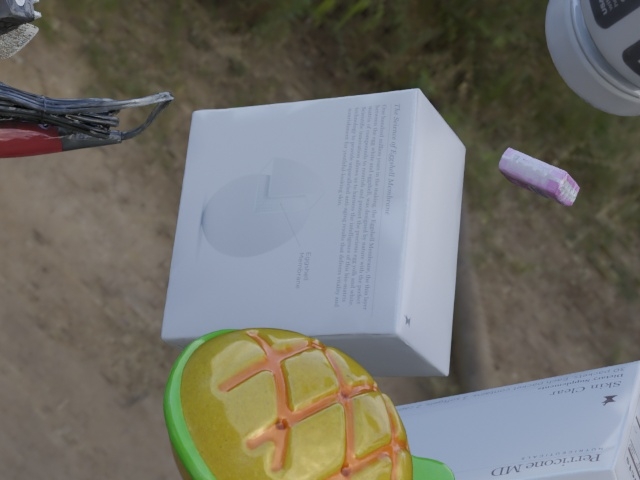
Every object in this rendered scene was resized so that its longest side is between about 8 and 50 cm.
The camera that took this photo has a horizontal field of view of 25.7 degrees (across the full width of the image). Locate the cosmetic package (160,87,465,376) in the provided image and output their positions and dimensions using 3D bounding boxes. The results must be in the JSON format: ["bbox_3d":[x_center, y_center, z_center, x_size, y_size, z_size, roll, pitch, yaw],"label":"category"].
[{"bbox_3d":[0.000,0.000,1.257,0.138,0.225,0.224,39,53,-57],"label":"cosmetic package"}]

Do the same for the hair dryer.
[{"bbox_3d":[-0.274,-0.069,1.052,0.223,0.293,0.080,41,33,-52],"label":"hair dryer"}]

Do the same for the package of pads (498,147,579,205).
[{"bbox_3d":[0.241,-0.070,1.555,0.083,0.032,0.050,27,-6,32],"label":"package of pads"}]

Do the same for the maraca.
[{"bbox_3d":[0.002,0.115,0.708,0.186,0.099,0.127,37,40,-8],"label":"maraca"}]

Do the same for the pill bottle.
[{"bbox_3d":[0.371,-0.253,1.308,0.204,0.361,0.204,6,74,-21],"label":"pill bottle"}]

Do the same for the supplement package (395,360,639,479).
[{"bbox_3d":[0.109,0.221,0.939,0.204,0.262,0.145,69,24,-16],"label":"supplement package"}]
